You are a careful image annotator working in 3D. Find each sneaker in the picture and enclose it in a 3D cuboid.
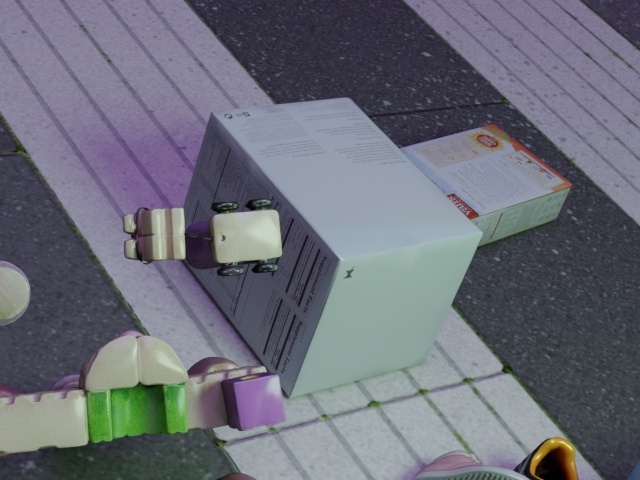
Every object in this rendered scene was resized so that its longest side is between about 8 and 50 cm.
[{"bbox_3d":[0.161,0.239,1.399,0.134,0.051,0.070,-4,14,30],"label":"sneaker"},{"bbox_3d":[0.222,0.283,1.379,0.084,0.083,0.215,16,37,-9],"label":"sneaker"}]

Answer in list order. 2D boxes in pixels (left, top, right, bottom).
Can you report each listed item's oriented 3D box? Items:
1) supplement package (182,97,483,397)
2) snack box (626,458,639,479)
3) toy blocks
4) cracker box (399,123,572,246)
[{"bbox_3d":[0.000,0.000,1.547,0.199,0.198,0.262,-10,45,-36],"label":"supplement package"},{"bbox_3d":[0.376,0.271,1.388,0.207,0.174,0.070,-9,46,-34],"label":"snack box"},{"bbox_3d":[-0.188,0.132,1.244,0.288,0.309,0.260,-4,-1,-19],"label":"toy blocks"},{"bbox_3d":[0.200,-0.070,1.852,0.232,0.067,0.156,-16,48,-41],"label":"cracker box"}]
